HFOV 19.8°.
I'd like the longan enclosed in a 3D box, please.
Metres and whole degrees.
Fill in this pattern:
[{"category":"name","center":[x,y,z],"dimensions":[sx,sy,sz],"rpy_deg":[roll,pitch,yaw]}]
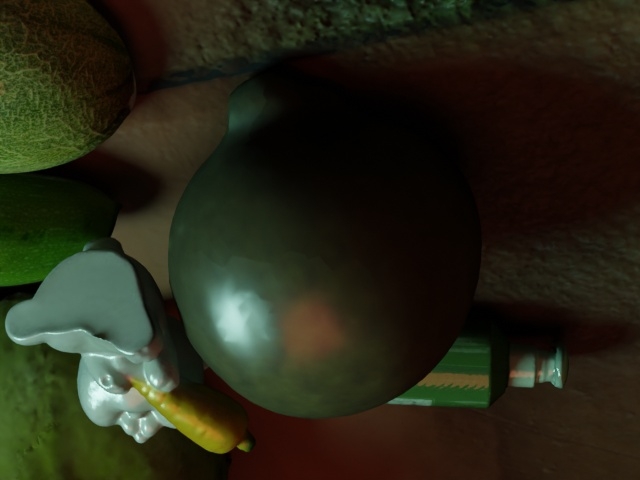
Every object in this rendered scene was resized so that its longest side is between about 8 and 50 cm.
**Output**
[{"category":"longan","center":[0.000,0.000,1.061],"dimensions":[0.184,0.204,0.159],"rpy_deg":[-23,-177,-9]}]

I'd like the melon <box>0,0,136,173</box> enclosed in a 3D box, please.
[{"category":"melon","center":[-0.171,-0.082,1.038],"dimensions":[0.128,0.079,0.160],"rpy_deg":[9,138,-2]}]

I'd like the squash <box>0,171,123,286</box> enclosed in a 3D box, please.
[{"category":"squash","center":[-0.268,-0.017,1.105],"dimensions":[0.292,0.082,0.082],"rpy_deg":[9,139,-12]}]

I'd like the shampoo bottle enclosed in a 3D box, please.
[{"category":"shampoo bottle","center":[0.061,0.078,1.209],"dimensions":[0.204,0.065,0.065],"rpy_deg":[3,138,3]}]

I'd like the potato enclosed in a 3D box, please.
[{"category":"potato","center":[-0.214,0.199,1.262],"dimensions":[0.330,0.213,0.280],"rpy_deg":[28,134,-25]}]

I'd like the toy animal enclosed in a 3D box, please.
[{"category":"toy animal","center":[-0.096,0.066,1.131],"dimensions":[0.131,0.127,0.182],"rpy_deg":[2,154,19]}]
